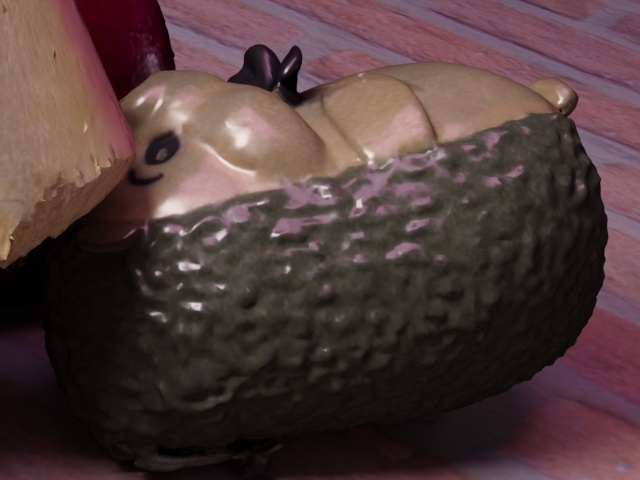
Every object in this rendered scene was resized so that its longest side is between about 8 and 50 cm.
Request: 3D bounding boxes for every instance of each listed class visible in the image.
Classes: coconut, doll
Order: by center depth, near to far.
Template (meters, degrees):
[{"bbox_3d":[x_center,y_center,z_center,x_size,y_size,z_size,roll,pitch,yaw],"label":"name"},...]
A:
[{"bbox_3d":[-0.231,-0.101,0.866,0.233,0.245,0.233,-22,20,9],"label":"coconut"},{"bbox_3d":[0.000,0.000,1.033,0.349,0.247,0.247,-19,39,-27],"label":"doll"}]

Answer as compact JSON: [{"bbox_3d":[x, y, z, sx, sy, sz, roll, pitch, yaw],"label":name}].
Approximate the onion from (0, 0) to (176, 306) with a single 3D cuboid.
[{"bbox_3d":[-0.243,-0.126,1.143,0.281,0.260,0.337,-6,32,-24],"label":"onion"}]
